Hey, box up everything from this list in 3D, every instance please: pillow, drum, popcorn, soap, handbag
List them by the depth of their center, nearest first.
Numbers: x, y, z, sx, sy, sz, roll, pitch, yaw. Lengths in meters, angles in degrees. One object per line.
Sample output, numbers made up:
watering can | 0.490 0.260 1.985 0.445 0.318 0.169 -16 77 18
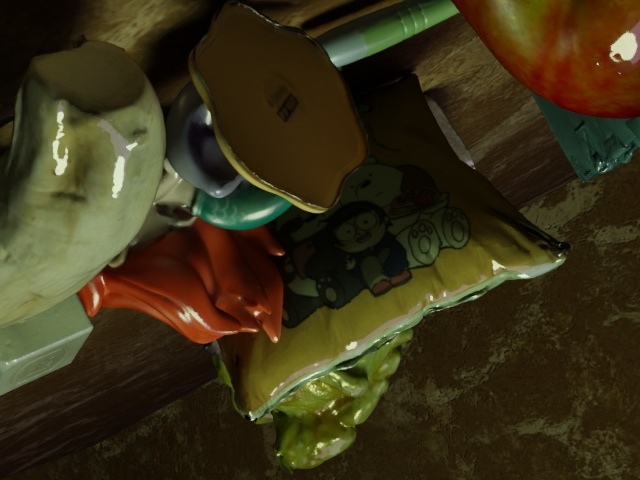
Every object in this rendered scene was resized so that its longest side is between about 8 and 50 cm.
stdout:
drum | 0.110 -0.191 0.828 0.253 0.049 0.130 -27 170 6
pillow | 0.012 -0.014 0.919 0.310 0.312 0.119 -28 134 -4
handbag | 0.305 -0.164 1.093 0.062 0.179 0.229 -24 168 -9
soap | -0.364 0.130 1.279 0.121 0.064 0.183 -23 171 -27
popcorn | -0.019 0.128 1.464 0.274 0.279 0.335 5 -135 43

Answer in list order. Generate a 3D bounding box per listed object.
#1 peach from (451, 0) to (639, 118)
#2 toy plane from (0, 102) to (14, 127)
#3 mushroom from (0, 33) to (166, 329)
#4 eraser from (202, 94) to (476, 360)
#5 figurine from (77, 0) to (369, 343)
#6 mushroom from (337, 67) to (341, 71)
peach | 0.188 -0.199 0.614 0.248 0.245 0.274 3 -164 26
toy plane | -0.245 -0.062 0.635 0.102 0.040 0.111 -35 166 34
mushroom | -0.203 -0.001 0.648 0.122 0.095 0.351 26 136 -31
eraser | 0.000 0.000 1.224 0.359 0.122 0.272 -30 167 -4
figurine | -0.099 -0.024 0.754 0.208 0.181 0.257 14 144 -42
mushroom | -0.005 -0.143 0.881 0.049 0.019 0.101 -28 171 8
